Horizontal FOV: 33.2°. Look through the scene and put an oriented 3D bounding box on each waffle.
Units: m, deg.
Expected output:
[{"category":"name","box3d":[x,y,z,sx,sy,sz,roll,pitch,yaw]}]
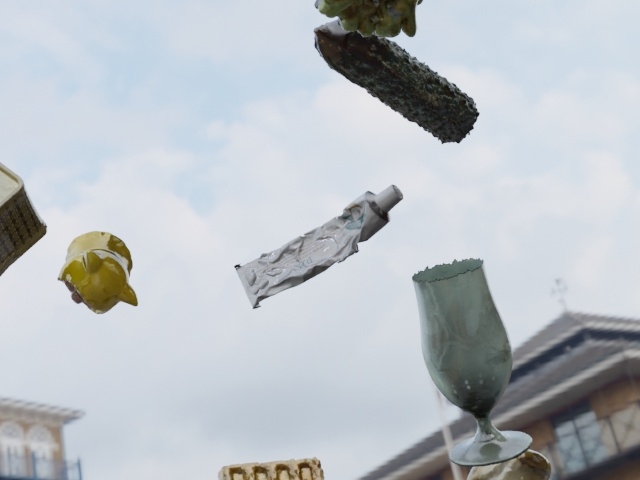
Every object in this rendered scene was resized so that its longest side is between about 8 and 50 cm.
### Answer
[{"category":"waffle","box3d":[-0.078,0.567,2.050,0.224,0.327,0.098,1,-46,-13]},{"category":"waffle","box3d":[0.062,-0.358,1.335,0.223,0.203,0.054,14,-1,-42]}]

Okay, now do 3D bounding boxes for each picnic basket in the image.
[{"category":"picnic basket","box3d":[-0.697,-0.012,1.972,0.313,0.228,0.175,-47,-23,-22]}]

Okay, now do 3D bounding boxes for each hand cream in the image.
[{"category":"hand cream","box3d":[0.002,0.002,1.455,0.257,0.084,0.050,-34,-38,12]}]

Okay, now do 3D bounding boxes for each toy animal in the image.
[{"category":"toy animal","box3d":[-0.441,0.060,2.146,0.156,0.156,0.230,-5,18,-15]}]

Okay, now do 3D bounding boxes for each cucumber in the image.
[{"category":"cucumber","box3d":[0.117,-0.254,1.664,0.096,0.096,0.359,-28,-33,29]}]

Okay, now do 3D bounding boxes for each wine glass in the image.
[{"category":"wine glass","box3d":[0.153,0.123,1.107,0.093,0.202,0.093,-12,8,2]}]

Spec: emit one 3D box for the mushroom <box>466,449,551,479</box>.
[{"category":"mushroom","box3d":[0.290,0.475,1.397,0.154,0.407,0.137,3,-29,-16]}]
